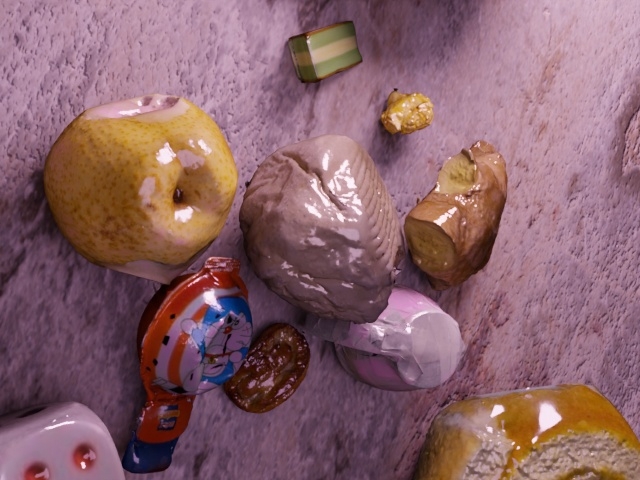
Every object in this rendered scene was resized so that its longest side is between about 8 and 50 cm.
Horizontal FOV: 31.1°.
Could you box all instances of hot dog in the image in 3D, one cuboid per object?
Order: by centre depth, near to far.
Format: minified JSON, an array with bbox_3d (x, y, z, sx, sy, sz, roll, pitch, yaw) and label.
[{"bbox_3d":[-0.077,0.190,1.713,0.147,0.065,0.099,-42,101,-14],"label":"hot dog"}]

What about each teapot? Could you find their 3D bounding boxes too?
[{"bbox_3d":[0.107,0.133,1.721,0.221,0.178,0.163,42,75,-26],"label":"teapot"}]

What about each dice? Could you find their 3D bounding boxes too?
[{"bbox_3d":[-0.377,0.324,1.494,0.192,0.194,0.193,-20,95,-41],"label":"dice"}]

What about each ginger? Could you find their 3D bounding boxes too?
[{"bbox_3d":[0.230,-0.048,1.795,0.270,0.123,0.219,-48,142,-31],"label":"ginger"}]

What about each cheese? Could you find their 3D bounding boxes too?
[{"bbox_3d":[-0.191,0.173,1.615,0.217,0.129,0.329,9,106,-57],"label":"cheese"}]

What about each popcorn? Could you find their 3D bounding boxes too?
[{"bbox_3d":[0.135,-0.188,1.785,0.084,0.084,0.084,-2,94,-24],"label":"popcorn"}]

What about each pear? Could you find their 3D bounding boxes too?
[{"bbox_3d":[-0.233,-0.075,1.528,0.271,0.271,0.271,-2,94,-24],"label":"pear"}]

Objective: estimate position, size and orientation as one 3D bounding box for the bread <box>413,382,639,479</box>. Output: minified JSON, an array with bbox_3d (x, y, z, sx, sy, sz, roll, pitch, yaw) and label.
[{"bbox_3d":[0.295,0.356,1.800,0.395,0.239,0.264,-2,90,-23],"label":"bread"}]

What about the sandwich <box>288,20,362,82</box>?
[{"bbox_3d":[0.023,-0.286,1.721,0.116,0.074,0.074,-21,102,-21],"label":"sandwich"}]

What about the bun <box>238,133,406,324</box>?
[{"bbox_3d":[-0.006,-0.013,1.642,0.205,0.281,0.281,-17,102,13],"label":"bun"}]
